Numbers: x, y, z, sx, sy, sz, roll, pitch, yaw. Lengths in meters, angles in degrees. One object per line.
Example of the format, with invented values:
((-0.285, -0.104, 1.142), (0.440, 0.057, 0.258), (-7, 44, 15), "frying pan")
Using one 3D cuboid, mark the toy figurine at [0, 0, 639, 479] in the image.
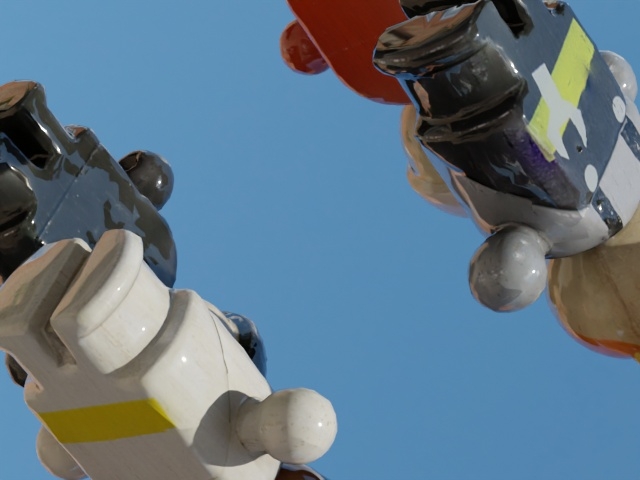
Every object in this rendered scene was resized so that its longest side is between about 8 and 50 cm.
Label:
((0.000, 0.000, 0.609), (0.213, 0.148, 0.209), (-37, -151, -2), "toy figurine")
